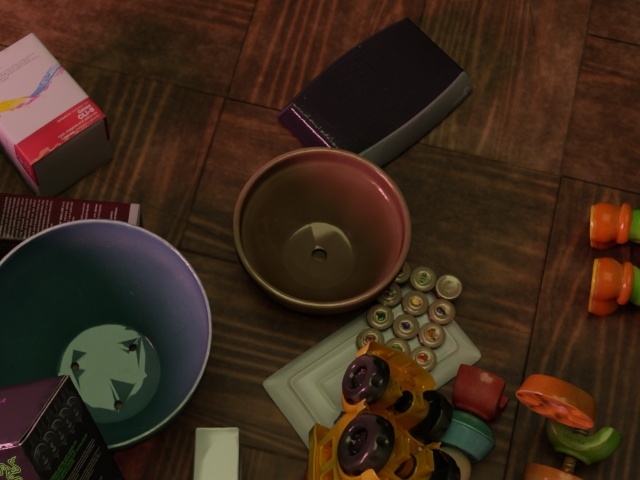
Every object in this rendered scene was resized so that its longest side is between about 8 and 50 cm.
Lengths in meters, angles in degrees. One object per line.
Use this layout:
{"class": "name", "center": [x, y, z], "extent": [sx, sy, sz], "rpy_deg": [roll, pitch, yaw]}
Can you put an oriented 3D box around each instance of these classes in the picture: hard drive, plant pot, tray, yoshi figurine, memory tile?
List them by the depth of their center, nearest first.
{"class": "plant pot", "center": [-0.278, 0.142, 1.687], "extent": [0.290, 0.195, 0.290], "rpy_deg": [1, 69, -2]}
{"class": "tray", "center": [0.071, 0.169, 1.786], "extent": [0.270, 0.030, 0.145], "rpy_deg": [-33, 72, -16]}
{"class": "memory tile", "center": [0.121, 0.100, 1.795], "extent": [0.113, 0.012, 0.148], "rpy_deg": [20, 66, 6]}
{"class": "plant pot", "center": [0.000, 0.000, 1.814], "extent": [0.237, 0.110, 0.237], "rpy_deg": [1, 67, -3]}
{"class": "yoshi figurine", "center": [0.551, 0.034, 1.820], "extent": [0.362, 0.203, 0.203], "rpy_deg": [1, 25, 13]}
{"class": "hard drive", "center": [0.082, -0.209, 1.940], "extent": [0.254, 0.054, 0.172], "rpy_deg": [-38, 73, -17]}

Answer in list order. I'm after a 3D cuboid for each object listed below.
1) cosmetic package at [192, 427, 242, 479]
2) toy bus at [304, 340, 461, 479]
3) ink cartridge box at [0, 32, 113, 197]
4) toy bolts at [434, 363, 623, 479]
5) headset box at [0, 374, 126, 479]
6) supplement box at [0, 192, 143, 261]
{"class": "cosmetic package", "center": [-0.130, 0.360, 1.654], "extent": [0.060, 0.099, 0.239], "rpy_deg": [1, 65, -3]}
{"class": "toy bus", "center": [0.051, 0.269, 1.666], "extent": [0.149, 0.211, 0.220], "rpy_deg": [31, 39, -30]}
{"class": "ink cartridge box", "center": [-0.394, -0.171, 1.861], "extent": [0.127, 0.128, 0.176], "rpy_deg": [-37, 73, -17]}
{"class": "toy bolts", "center": [0.237, 0.262, 1.673], "extent": [0.228, 0.218, 0.158], "rpy_deg": [18, 72, 25]}
{"class": "headset box", "center": [-0.354, 0.301, 1.503], "extent": [0.246, 0.283, 0.131], "rpy_deg": [-12, 26, 22]}
{"class": "supplement box", "center": [-0.359, 0.000, 1.787], "extent": [0.239, 0.130, 0.073], "rpy_deg": [4, 64, -2]}
